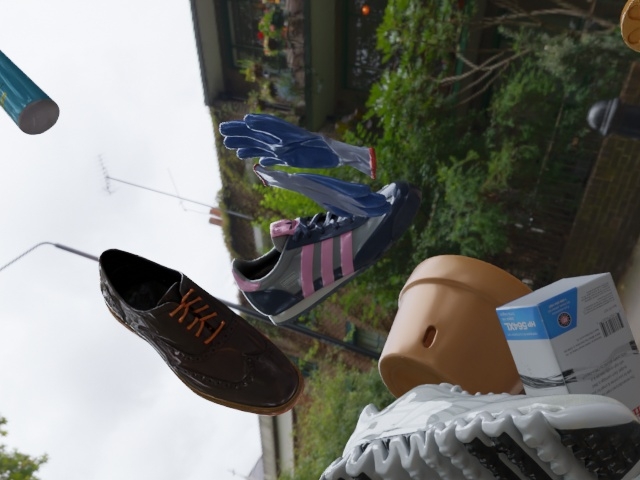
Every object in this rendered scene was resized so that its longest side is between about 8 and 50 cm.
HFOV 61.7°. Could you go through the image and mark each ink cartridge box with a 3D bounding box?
[{"bbox_3d":[0.349,0.163,0.726,0.148,0.086,0.203,-16,-93,-26],"label":"ink cartridge box"}]

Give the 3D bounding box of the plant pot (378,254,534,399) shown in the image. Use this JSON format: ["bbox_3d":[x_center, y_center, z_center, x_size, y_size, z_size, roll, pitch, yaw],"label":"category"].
[{"bbox_3d":[0.240,0.199,0.947,0.203,0.291,0.290,-47,-31,-32],"label":"plant pot"}]

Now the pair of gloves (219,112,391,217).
[{"bbox_3d":[-0.009,-0.067,0.548,0.198,0.159,0.023,59,-132,-69],"label":"pair of gloves"}]

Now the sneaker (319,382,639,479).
[{"bbox_3d":[0.126,0.172,0.474,0.110,0.292,0.118,52,-142,-14],"label":"sneaker"}]

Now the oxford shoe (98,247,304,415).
[{"bbox_3d":[-0.139,0.099,0.586,0.097,0.271,0.098,-56,-14,-28],"label":"oxford shoe"}]

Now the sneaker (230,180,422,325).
[{"bbox_3d":[0.000,0.000,0.801,0.319,0.131,0.112,-40,22,16],"label":"sneaker"}]

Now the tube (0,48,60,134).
[{"bbox_3d":[-0.405,-0.213,0.659,0.052,0.207,0.080,-31,-22,-47],"label":"tube"}]

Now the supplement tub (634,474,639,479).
[{"bbox_3d":[0.376,0.203,0.425,0.144,0.200,0.144,-32,-43,-36],"label":"supplement tub"}]

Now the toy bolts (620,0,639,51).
[{"bbox_3d":[0.561,-0.281,0.732,0.228,0.218,0.158,51,-154,-28],"label":"toy bolts"}]
